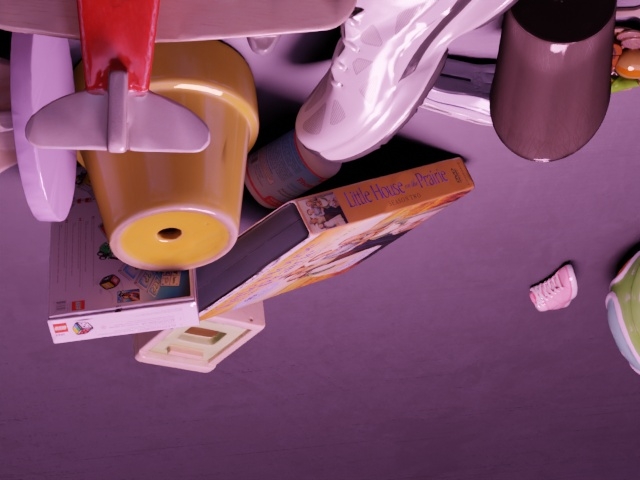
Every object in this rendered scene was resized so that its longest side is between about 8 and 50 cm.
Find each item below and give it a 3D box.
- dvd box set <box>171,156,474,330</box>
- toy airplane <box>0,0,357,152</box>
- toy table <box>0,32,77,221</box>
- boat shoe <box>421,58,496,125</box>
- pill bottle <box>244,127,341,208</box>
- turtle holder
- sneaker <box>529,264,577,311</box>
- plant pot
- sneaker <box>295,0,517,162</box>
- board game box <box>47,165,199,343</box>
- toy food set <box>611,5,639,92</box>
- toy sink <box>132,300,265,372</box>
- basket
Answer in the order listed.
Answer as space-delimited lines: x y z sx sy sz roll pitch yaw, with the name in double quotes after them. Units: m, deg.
0.000 0.000 2.090 0.308 0.062 0.420 -34 169 36 "dvd box set"
-0.210 -0.275 1.521 0.384 0.272 0.386 -41 115 12 "toy airplane"
-0.395 -0.158 1.743 0.161 0.274 0.252 -1 -175 7 "toy table"
0.224 -0.200 1.982 0.226 0.083 0.076 15 157 -16 "boat shoe"
-0.027 -0.115 2.039 0.160 0.087 0.087 -28 145 32 "pill bottle"
0.634 0.151 2.489 0.320 0.243 0.227 41 159 -9 "turtle holder"
0.410 0.089 2.552 0.070 0.051 0.134 -11 155 -7 "sneaker"
-0.200 -0.101 1.865 0.254 0.239 0.254 -6 150 -3 "plant pot"
0.042 -0.288 1.720 0.258 0.169 0.447 21 132 -28 "sneaker"
-0.269 0.004 1.964 0.193 0.305 0.053 -7 133 -2 "board game box"
0.395 -0.246 1.969 0.133 0.038 0.192 -5 151 -5 "toy food set"
-0.221 0.131 2.377 0.153 0.131 0.234 15 144 -35 "toy sink"
0.291 -0.238 1.778 0.154 0.204 0.227 15 157 11 "basket"
